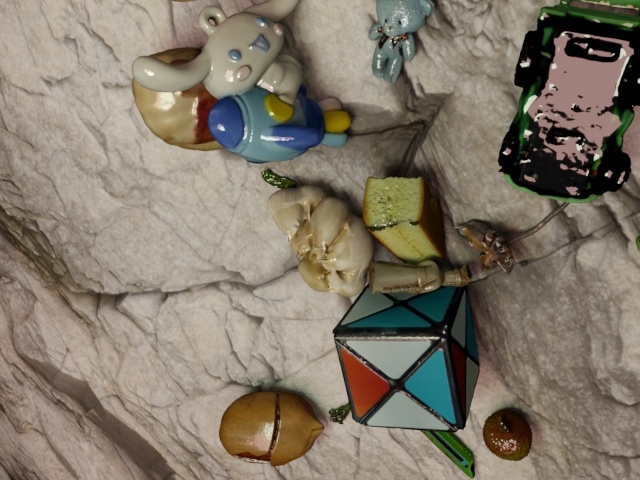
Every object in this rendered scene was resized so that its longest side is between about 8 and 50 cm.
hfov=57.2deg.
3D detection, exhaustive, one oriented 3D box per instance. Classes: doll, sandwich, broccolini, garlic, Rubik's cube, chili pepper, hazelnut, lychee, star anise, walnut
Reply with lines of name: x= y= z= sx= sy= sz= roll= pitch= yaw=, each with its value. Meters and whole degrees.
doll: x=-0.105 y=-0.280 z=1.115 sx=0.376 sy=0.187 sz=0.366 roll=-36 pitch=110 yaw=-7
sandwich: x=0.185 y=-0.035 z=1.228 sx=0.122 sy=0.128 sz=0.235 roll=-3 pitch=156 yaw=25
broccolini: x=0.094 y=0.419 z=1.544 sx=0.044 sy=0.042 sz=0.218 roll=27 pitch=122 yaw=-23
garlic: x=0.017 y=-0.001 z=1.273 sx=0.184 sy=0.203 sz=0.281 roll=-23 pitch=101 yaw=12
Rubik's cube: x=0.196 y=0.242 z=1.282 sx=0.246 sy=0.248 sz=0.250 roll=-5 pitch=111 yaw=25
chili pepper: x=-0.095 y=-0.136 z=1.356 sx=0.091 sy=0.034 sz=0.030 roll=25 pitch=89 yaw=12
doll: x=0.133 y=-0.384 z=1.100 sx=0.120 sy=0.075 sz=0.180 roll=26 pitch=122 yaw=14
hazelnut: x=-0.275 y=-0.313 z=1.252 sx=0.261 sy=0.261 sz=0.241 roll=11 pitch=88 yaw=19
lychee: x=0.435 y=0.453 z=1.360 sx=0.114 sy=0.114 sz=0.146 roll=-8 pitch=132 yaw=27
star anise: x=0.408 y=-0.047 z=1.183 sx=0.227 sy=0.218 sz=0.148 roll=-32 pitch=64 yaw=-7
walnut: x=-0.132 y=0.500 z=1.589 sx=0.297 sy=0.203 sz=0.203 roll=-9 pitch=111 yaw=16

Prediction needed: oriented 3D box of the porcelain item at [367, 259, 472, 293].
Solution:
porcelain item: x=0.209 y=0.077 z=1.232 sx=0.213 sy=0.084 sz=0.054 roll=0 pitch=143 yaw=-7

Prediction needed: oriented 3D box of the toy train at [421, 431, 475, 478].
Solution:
toy train: x=0.327 y=0.512 z=1.477 sx=0.209 sy=0.044 sz=0.042 roll=44 pitch=122 yaw=-2

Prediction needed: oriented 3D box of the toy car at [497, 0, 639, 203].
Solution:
toy car: x=0.434 y=-0.249 z=0.986 sx=0.213 sy=0.176 sz=0.359 roll=14 pitch=123 yaw=17

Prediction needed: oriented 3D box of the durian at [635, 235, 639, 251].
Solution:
durian: x=0.660 y=0.060 z=1.053 sx=0.250 sy=0.139 sz=0.101 roll=44 pitch=118 yaw=-3
